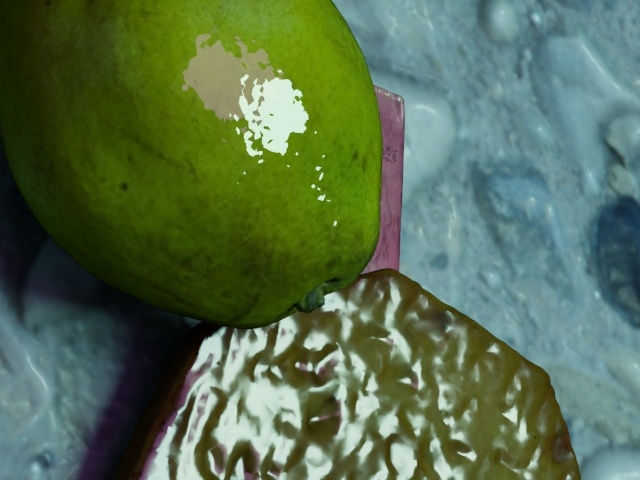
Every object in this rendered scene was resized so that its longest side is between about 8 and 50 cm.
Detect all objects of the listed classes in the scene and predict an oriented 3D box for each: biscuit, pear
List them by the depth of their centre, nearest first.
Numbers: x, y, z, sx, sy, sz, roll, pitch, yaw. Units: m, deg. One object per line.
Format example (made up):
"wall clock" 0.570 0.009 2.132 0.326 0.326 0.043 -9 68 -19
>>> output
"pear" -0.075 -0.074 1.001 0.212 0.212 0.269 -28 85 -38
"biscuit" 0.027 0.192 1.066 0.359 0.046 0.359 8 75 -32

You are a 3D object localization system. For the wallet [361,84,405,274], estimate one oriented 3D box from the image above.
"wallet" 0.000 0.000 1.141 0.119 0.025 0.232 16 67 -30
